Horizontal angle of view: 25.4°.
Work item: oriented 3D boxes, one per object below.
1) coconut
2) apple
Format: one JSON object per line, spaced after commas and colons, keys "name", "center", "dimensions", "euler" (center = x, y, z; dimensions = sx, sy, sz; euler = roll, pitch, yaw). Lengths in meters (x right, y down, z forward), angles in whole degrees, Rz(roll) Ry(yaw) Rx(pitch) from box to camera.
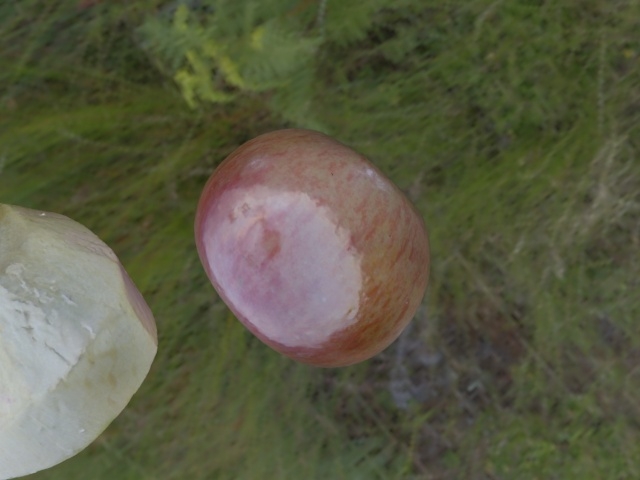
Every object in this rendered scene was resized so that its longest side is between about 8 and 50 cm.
{"name": "coconut", "center": [-0.282, 0.099, 1.340], "dimensions": [0.259, 0.259, 0.259], "euler": [31, 139, 31]}
{"name": "apple", "center": [0.000, 0.000, 1.900], "dimensions": [0.269, 0.345, 0.345], "euler": [-40, 84, 15]}
